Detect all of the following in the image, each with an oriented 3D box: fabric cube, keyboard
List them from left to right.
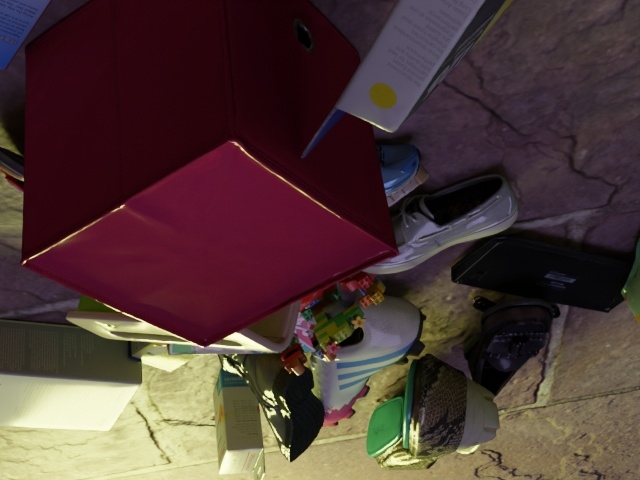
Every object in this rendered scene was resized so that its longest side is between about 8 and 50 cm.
[{"bbox_3d":[-0.109,-0.089,1.014,0.259,0.258,0.254,-27,143,25],"label":"fabric cube"},{"bbox_3d":[0.332,0.066,1.579,0.317,0.033,0.201,13,141,-29],"label":"keyboard"}]

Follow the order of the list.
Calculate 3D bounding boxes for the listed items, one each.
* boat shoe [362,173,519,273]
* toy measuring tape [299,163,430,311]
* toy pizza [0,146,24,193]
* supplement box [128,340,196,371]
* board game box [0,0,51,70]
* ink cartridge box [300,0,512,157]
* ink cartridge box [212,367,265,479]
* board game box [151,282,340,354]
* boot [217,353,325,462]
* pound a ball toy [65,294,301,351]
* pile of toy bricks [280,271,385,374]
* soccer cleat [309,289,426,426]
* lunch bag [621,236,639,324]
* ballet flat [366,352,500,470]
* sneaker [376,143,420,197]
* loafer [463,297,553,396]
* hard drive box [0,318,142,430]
[{"bbox_3d":[0.140,-0.030,1.349,0.228,0.079,0.081,-20,137,8],"label":"boat shoe"},{"bbox_3d":[0.000,0.000,1.348,0.330,0.121,0.121,-38,141,11],"label":"toy measuring tape"},{"bbox_3d":[-0.271,-0.039,1.136,0.201,0.201,0.032,31,89,-46],"label":"toy pizza"},{"bbox_3d":[-0.224,0.142,1.532,0.083,0.056,0.083,-31,140,30],"label":"supplement box"},{"bbox_3d":[-0.381,-0.245,0.916,0.281,0.027,0.145,17,138,-34],"label":"board game box"},{"bbox_3d":[0.135,-0.220,0.866,0.072,0.303,0.307,36,138,4],"label":"ink cartridge box"},{"bbox_3d":[-0.133,0.310,1.700,0.062,0.181,0.104,0,146,-14],"label":"ink cartridge box"},{"bbox_3d":[-0.104,0.099,1.465,0.260,0.039,0.124,1,114,-12],"label":"board game box"},{"bbox_3d":[-0.082,0.227,1.620,0.083,0.161,0.246,-41,147,-28],"label":"boot"},{"bbox_3d":[-0.130,0.024,1.261,0.319,0.208,0.136,0,159,34],"label":"pound a ball toy"},{"bbox_3d":[0.012,0.113,1.422,0.212,0.105,0.118,-35,119,5],"label":"pile of toy bricks"},{"bbox_3d":[0.030,0.176,1.621,0.143,0.116,0.331,23,136,-17],"label":"soccer cleat"},{"bbox_3d":[0.599,0.093,1.492,0.262,0.223,0.160,-4,131,-13],"label":"lunch bag"},{"bbox_3d":[0.194,0.294,1.718,0.182,0.164,0.483,9,160,-2],"label":"ballet flat"},{"bbox_3d":[0.038,-0.089,1.233,0.162,0.063,0.073,-9,144,0],"label":"sneaker"},{"bbox_3d":[0.292,0.172,1.624,0.109,0.095,0.302,2,159,-5],"label":"loafer"},{"bbox_3d":[-0.402,0.204,1.555,0.232,0.089,0.181,9,144,-25],"label":"hard drive box"}]
